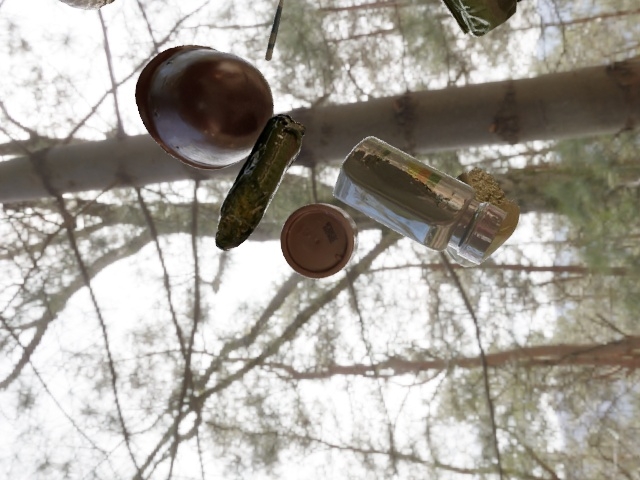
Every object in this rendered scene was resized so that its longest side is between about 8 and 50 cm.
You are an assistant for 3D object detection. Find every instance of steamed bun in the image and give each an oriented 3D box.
[{"bbox_3d":[0.398,-0.052,1.782,0.200,0.170,0.225,67,154,20],"label":"steamed bun"}]

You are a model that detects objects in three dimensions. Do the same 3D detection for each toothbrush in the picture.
[{"bbox_3d":[-0.110,-0.589,1.817,0.025,0.019,0.276,95,-175,-72],"label":"toothbrush"}]

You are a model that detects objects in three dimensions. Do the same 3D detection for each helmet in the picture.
[{"bbox_3d":[-0.270,-0.364,1.861,0.384,0.230,0.338,21,-96,-35],"label":"helmet"}]

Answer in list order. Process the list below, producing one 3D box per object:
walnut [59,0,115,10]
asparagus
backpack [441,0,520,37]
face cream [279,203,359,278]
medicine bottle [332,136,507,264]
[{"bbox_3d":[-0.462,-0.559,1.317,0.261,0.225,0.225,57,-173,24],"label":"walnut"},{"bbox_3d":[-0.150,-0.145,1.713,0.108,0.128,0.382,41,-125,-25],"label":"asparagus"},{"bbox_3d":[0.231,-0.474,1.142,0.207,0.140,0.253,36,-148,-49],"label":"backpack"},{"bbox_3d":[0.000,0.000,1.405,0.104,0.149,0.149,-14,-78,-80],"label":"face cream"},{"bbox_3d":[0.181,-0.072,1.264,0.161,0.296,0.111,-46,-18,-46],"label":"medicine bottle"}]
